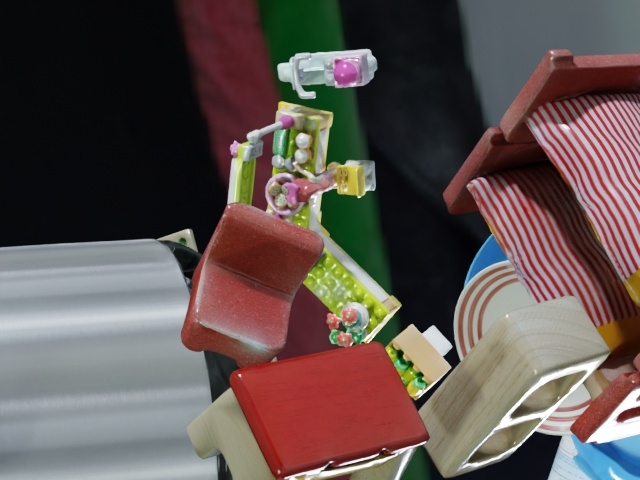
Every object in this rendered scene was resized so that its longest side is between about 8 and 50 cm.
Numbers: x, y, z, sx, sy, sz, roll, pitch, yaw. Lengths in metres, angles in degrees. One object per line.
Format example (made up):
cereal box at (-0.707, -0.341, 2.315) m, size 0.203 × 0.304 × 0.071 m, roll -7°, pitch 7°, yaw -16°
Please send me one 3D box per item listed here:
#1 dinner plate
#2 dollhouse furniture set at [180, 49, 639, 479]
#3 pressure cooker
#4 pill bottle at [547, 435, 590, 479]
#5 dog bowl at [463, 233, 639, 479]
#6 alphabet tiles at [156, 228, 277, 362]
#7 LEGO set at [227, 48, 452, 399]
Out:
dinner plate at (0.162, 0.076, 1.345) m, size 0.017 × 0.141 × 0.141 m, roll -34°, pitch -62°, yaw -49°
dollhouse furniture set at (0.091, 0.017, 1.079) m, size 0.374 × 0.152 × 0.201 m, roll -9°, pitch -121°, yaw -36°
pressure cooker at (-0.295, 0.186, 1.615) m, size 0.375 × 0.420 × 0.370 m, roll -116°, pitch 29°, yaw -49°
pill bottle at (0.297, 0.208, 1.933) m, size 0.087 × 0.087 × 0.160 m, roll 1°, pitch -71°, yaw -66°
dog bowl at (0.247, 0.097, 1.539) m, size 0.297 × 0.166 × 0.074 m, roll 50°, pitch -175°, yaw 33°
alphabet tiles at (-0.202, 0.156, 2.036) m, size 0.011 × 0.342 × 0.285 m, roll -3°, pitch -104°, yaw -66°
LEGO set at (0.000, 0.000, 1.425) m, size 0.107 × 0.132 × 0.287 m, roll -29°, pitch -73°, yaw -62°
